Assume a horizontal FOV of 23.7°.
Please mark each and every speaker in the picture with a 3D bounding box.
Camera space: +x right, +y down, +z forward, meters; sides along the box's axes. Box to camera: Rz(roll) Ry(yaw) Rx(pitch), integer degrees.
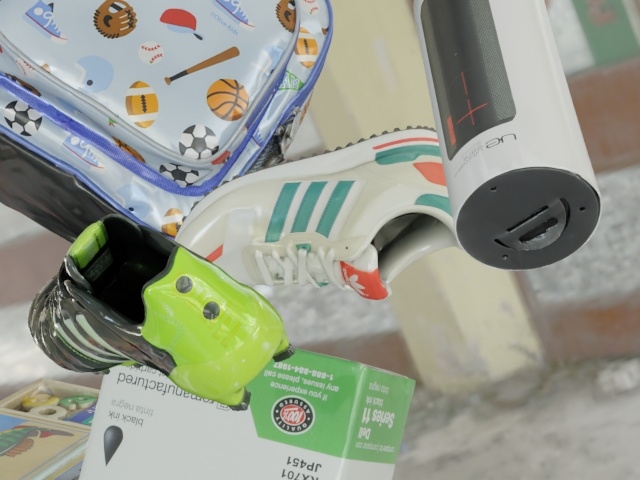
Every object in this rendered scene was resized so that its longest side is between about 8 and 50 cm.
[{"bbox_3d":[0.071,-0.053,0.594,0.055,0.055,0.136,-20,44,15],"label":"speaker"}]

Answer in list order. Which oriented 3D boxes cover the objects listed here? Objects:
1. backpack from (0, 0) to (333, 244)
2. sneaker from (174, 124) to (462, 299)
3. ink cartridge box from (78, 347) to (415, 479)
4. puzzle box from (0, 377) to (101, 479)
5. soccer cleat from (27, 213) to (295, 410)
[{"bbox_3d":[-0.124,-0.131,1.108,0.263,0.276,0.213,-58,5,-34],"label":"backpack"},{"bbox_3d":[0.000,0.000,0.775,0.161,0.057,0.075,-19,48,4],"label":"sneaker"},{"bbox_3d":[-0.052,0.156,0.819,0.153,0.208,0.087,10,-6,22],"label":"ink cartridge box"},{"bbox_3d":[-0.245,0.230,1.362,0.272,0.052,0.409,10,17,20],"label":"puzzle box"},{"bbox_3d":[-0.077,0.020,0.597,0.060,0.072,0.179,-51,27,-20],"label":"soccer cleat"}]
